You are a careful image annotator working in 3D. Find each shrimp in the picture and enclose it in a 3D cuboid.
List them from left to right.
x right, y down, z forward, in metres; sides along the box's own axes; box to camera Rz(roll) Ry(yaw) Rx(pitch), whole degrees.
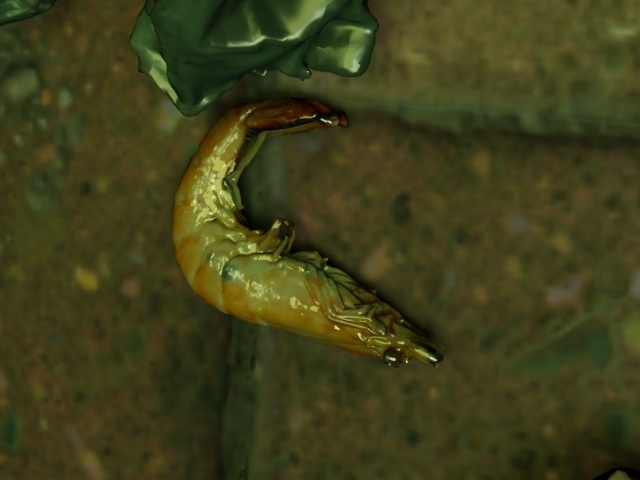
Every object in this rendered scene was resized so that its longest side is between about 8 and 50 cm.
[{"bbox_3d":[0.000,0.000,0.629,0.127,0.025,0.091,32,104,19],"label":"shrimp"}]

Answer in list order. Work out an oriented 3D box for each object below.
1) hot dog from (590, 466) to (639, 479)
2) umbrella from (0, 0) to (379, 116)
[{"bbox_3d":[0.157,0.232,0.498,0.326,0.107,0.194,45,74,3],"label":"hot dog"},{"bbox_3d":[0.013,-0.127,0.577,0.349,0.094,0.143,-7,88,24],"label":"umbrella"}]
